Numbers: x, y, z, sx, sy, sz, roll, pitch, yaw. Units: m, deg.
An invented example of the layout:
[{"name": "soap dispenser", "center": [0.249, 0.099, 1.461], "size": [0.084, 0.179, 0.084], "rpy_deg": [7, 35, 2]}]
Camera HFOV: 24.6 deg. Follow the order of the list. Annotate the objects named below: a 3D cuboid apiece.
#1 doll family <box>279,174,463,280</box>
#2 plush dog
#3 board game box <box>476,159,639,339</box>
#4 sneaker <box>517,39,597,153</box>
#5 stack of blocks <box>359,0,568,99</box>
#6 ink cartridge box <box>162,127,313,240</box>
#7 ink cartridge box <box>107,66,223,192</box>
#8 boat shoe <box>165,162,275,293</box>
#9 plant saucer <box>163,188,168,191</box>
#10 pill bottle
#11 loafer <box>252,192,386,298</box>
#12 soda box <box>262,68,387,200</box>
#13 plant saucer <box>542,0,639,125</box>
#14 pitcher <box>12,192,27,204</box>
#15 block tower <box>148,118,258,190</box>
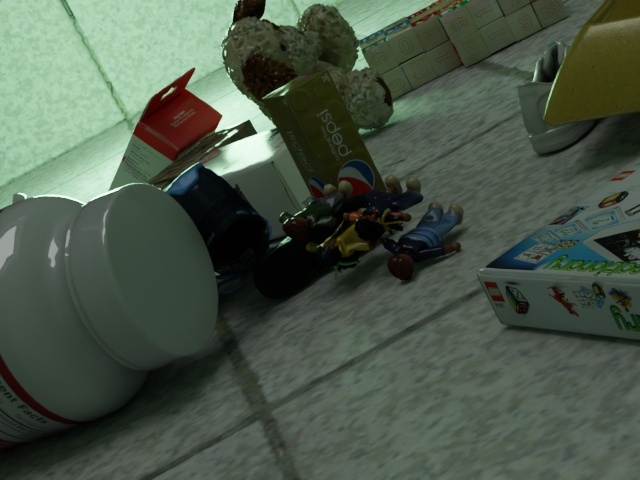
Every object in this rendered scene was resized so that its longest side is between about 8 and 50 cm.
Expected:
[{"name": "doll family", "center": [0.048, -0.009, 1.431], "size": [0.193, 0.076, 0.111], "rpy_deg": [-8, 21, 37]}, {"name": "plush dog", "center": [-0.052, -0.237, 2.096], "size": [0.210, 0.225, 0.262], "rpy_deg": [-42, 41, 16]}, {"name": "board game box", "center": [0.269, -0.001, 1.039], "size": [0.193, 0.053, 0.305], "rpy_deg": [-33, 15, -21]}, {"name": "sneaker", "center": [0.277, -0.179, 1.581], "size": [0.080, 0.094, 0.212], "rpy_deg": [-18, 17, 41]}, {"name": "stack of blocks", "center": [0.211, -0.320, 2.222], "size": [0.297, 0.087, 0.171], "rpy_deg": [-26, 14, 7]}, {"name": "ink cartridge box", "center": [-0.078, -0.067, 1.842], "size": [0.237, 0.100, 0.172], "rpy_deg": [-16, 19, 40]}, {"name": "ink cartridge box", "center": [-0.229, -0.132, 2.184], "size": [0.134, 0.078, 0.231], "rpy_deg": [-46, -11, -51]}, {"name": "boat shoe", "center": [-0.102, 0.005, 1.564], "size": [0.109, 0.089, 0.258], "rpy_deg": [-47, -19, 2]}, {"name": "plant saucer", "center": [-0.175, 0.029, 1.630], "size": [0.198, 0.036, 0.199], "rpy_deg": [-48, -21, -26]}, {"name": "pill bottle", "center": [-0.315, 0.091, 1.470], "size": [0.407, 0.229, 0.229], "rpy_deg": [-21, 16, 26]}, {"name": "loafer", "center": [0.000, 0.000, 1.544], "size": [0.170, 0.062, 0.061], "rpy_deg": [-29, 7, -7]}, {"name": "soda box", "center": [0.011, -0.091, 1.586], "size": [0.061, 0.181, 0.058], "rpy_deg": [-33, 15, -23]}, {"name": "plant saucer", "center": [0.407, -0.232, 1.438], "size": [0.332, 0.081, 0.333], "rpy_deg": [-7, 23, 31]}, {"name": "pitcher", "center": [-0.396, 0.017, 1.919], "size": [0.125, 0.178, 0.207], "rpy_deg": [-4, -6, -9]}, {"name": "block tower", "center": [-0.202, -0.045, 2.025], "size": [0.091, 0.097, 0.335], "rpy_deg": [-13, 22, 46]}]
